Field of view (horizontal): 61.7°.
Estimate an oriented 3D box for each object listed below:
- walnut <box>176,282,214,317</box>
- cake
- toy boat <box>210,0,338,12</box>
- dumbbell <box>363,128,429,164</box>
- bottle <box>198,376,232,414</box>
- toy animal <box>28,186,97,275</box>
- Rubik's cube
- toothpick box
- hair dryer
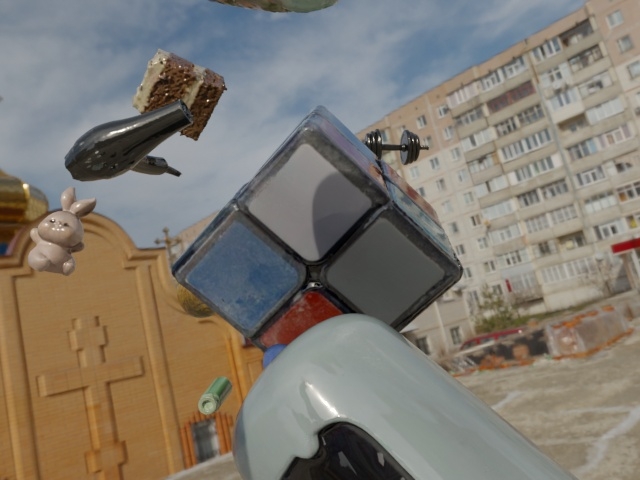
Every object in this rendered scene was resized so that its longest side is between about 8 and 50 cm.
[{"bbox_3d":[-0.258,0.110,1.155,0.105,0.105,0.124,-15,-45,3],"label":"walnut"},{"bbox_3d":[-0.279,-0.294,1.058,0.147,0.135,0.134,28,-72,-22],"label":"cake"},{"bbox_3d":[-0.049,-0.236,0.406,0.155,0.227,0.085,-53,-25,-13],"label":"toy boat"},{"bbox_3d":[0.191,-0.252,1.451,0.208,0.099,0.099,0,-12,-5],"label":"dumbbell"},{"bbox_3d":[-0.144,0.212,0.734,0.030,0.030,0.083,-15,1,3],"label":"bottle"},{"bbox_3d":[-0.622,-0.028,1.282,0.124,0.212,0.124,16,-4,1],"label":"toy animal"},{"bbox_3d":[0.000,0.000,0.896,0.316,0.313,0.318,-45,11,18],"label":"Rubik's cube"},{"bbox_3d":[0.071,0.226,0.559,0.263,0.354,0.263,-38,-28,-25],"label":"toothpick box"},{"bbox_3d":[-0.311,-0.169,1.001,0.235,0.091,0.271,-25,-5,7],"label":"hair dryer"}]
